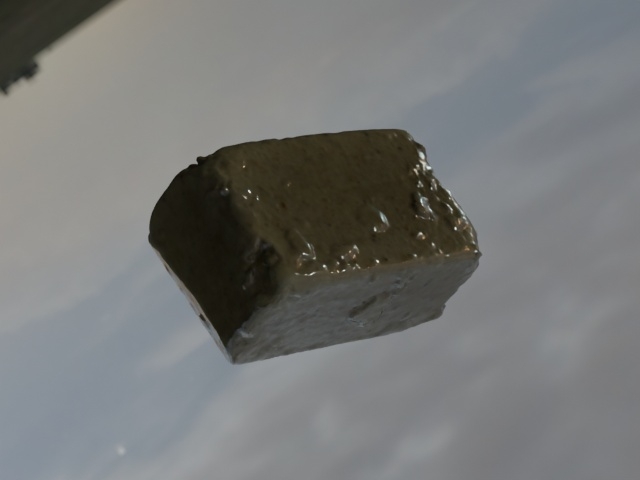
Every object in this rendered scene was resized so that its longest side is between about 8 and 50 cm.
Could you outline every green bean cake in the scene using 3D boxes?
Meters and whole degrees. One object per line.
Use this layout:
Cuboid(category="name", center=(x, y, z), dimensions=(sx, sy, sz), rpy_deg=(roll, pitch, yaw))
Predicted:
Cuboid(category="green bean cake", center=(0.000, 0.000, 0.963), dimensions=(0.179, 0.109, 0.085), rpy_deg=(-7, 147, -41))
